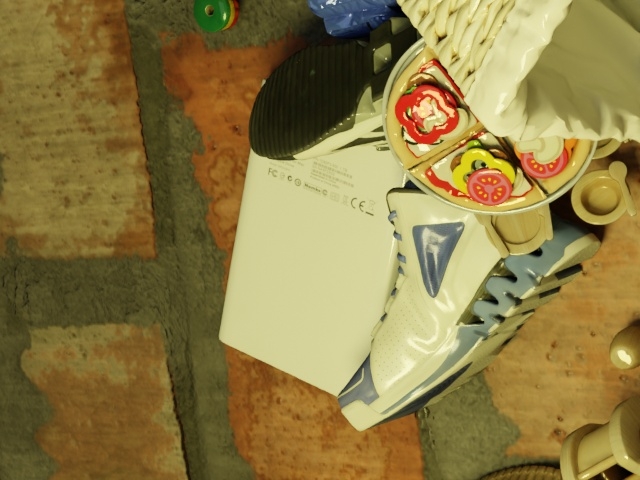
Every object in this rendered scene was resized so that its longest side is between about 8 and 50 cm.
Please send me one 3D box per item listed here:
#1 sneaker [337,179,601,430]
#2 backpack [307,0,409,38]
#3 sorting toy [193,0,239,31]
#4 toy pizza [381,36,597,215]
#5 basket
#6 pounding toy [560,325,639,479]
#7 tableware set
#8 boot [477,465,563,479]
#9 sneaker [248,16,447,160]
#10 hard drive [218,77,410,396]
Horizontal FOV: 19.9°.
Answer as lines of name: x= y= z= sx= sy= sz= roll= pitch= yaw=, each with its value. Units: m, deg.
sneaker: x=0.120 y=0.035 z=1.841 sx=0.315 sy=0.127 sz=0.182 roll=-46 pitch=70 yaw=27
backpack: x=0.056 y=-0.259 z=1.822 sx=0.120 sy=0.098 sz=0.101 roll=-16 pitch=96 yaw=25
sorting toy: x=-0.124 y=-0.370 z=1.952 sx=0.132 sy=0.046 sz=0.274 roll=21 pitch=113 yaw=30
toy pizza: x=0.154 y=-0.107 z=1.670 sx=0.201 sy=0.032 sz=0.201 roll=6 pitch=121 yaw=10
basket: x=0.250 y=-0.282 z=1.500 sx=0.266 sy=0.331 sz=0.328 roll=52 pitch=127 yaw=34
pounding toy: x=0.335 y=0.208 z=1.698 sx=0.155 sy=0.154 sz=0.269 roll=-38 pitch=79 yaw=36
tableware set: x=0.222 y=-0.064 z=1.733 sx=0.169 sy=0.020 sz=0.141 roll=-15 pitch=67 yaw=11
boot: x=0.198 y=0.351 z=1.895 sx=0.248 sy=0.090 sz=0.207 roll=-23 pitch=100 yaw=36
sneaker: x=0.073 y=-0.138 z=1.807 sx=0.330 sy=0.146 sz=0.122 roll=-18 pitch=59 yaw=41
hard drive: x=0.000 y=0.000 z=1.958 sx=0.203 sy=0.040 sz=0.307 roll=23 pitch=114 yaw=30
